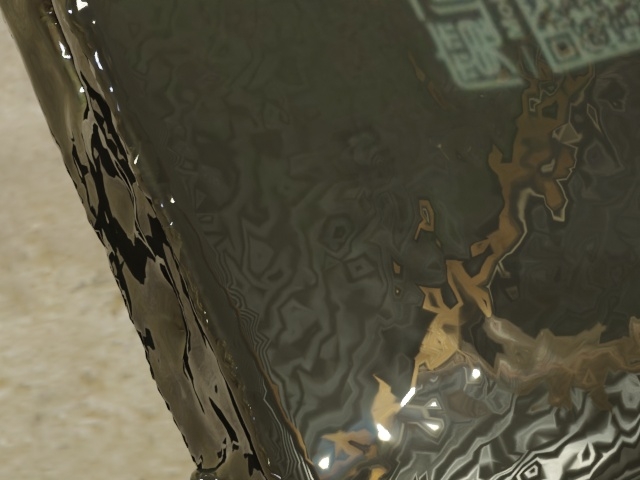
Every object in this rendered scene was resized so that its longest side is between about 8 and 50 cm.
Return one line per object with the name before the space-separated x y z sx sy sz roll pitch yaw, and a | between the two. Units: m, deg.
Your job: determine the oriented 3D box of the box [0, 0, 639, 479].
box | 0.059 -0.062 0.549 0.289 0.073 0.290 -18 72 -26
